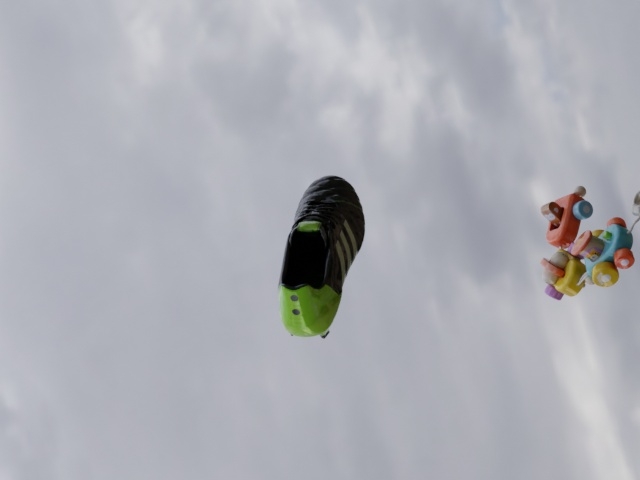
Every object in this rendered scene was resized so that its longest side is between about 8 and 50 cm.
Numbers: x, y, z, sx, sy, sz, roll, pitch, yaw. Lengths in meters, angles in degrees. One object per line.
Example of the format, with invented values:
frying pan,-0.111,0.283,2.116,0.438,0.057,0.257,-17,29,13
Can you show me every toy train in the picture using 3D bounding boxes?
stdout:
toy train,0.249,-0.009,1.726,0.046,0.166,0.125,24,-105,-20

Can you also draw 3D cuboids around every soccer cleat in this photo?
soccer cleat,0.000,0.000,1.461,0.179,0.060,0.072,-78,-16,-45
